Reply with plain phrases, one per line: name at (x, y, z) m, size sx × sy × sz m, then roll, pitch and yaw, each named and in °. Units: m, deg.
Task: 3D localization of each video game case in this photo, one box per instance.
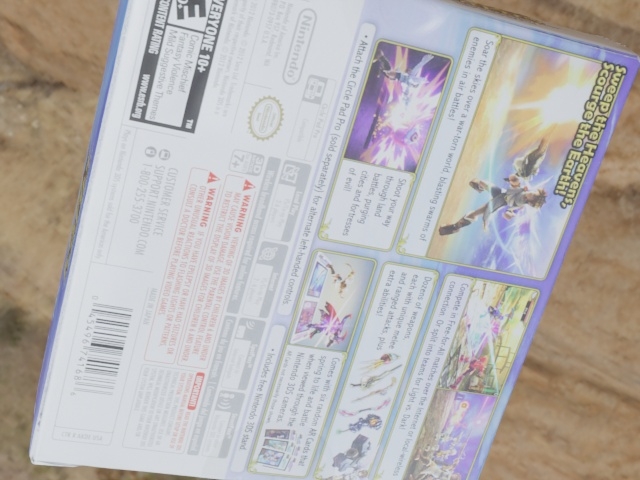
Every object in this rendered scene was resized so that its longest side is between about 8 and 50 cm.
video game case at (0.000, 0.000, 0.522) m, size 0.244 × 0.269 × 0.061 m, roll 11°, pitch -160°, yaw -17°
